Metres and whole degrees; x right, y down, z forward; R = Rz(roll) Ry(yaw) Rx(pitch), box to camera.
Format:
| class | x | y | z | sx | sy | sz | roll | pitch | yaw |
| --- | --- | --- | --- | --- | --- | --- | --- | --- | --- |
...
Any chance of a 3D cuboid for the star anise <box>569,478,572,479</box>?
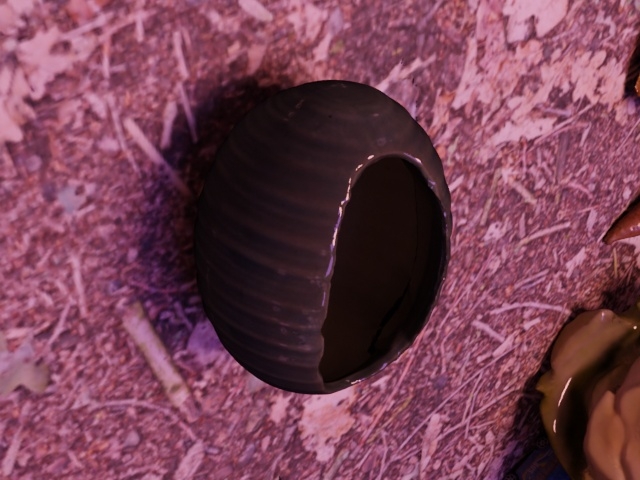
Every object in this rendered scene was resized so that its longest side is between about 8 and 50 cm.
| class | x | y | z | sx | sy | sz | roll | pitch | yaw |
| --- | --- | --- | --- | --- | --- | --- | --- | --- | --- |
| star anise | 0.349 | 0.447 | 1.309 | 0.198 | 0.110 | 0.257 | -55 | 144 | -17 |

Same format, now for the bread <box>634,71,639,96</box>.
| class | x | y | z | sx | sy | sz | roll | pitch | yaw |
| --- | --- | --- | --- | --- | --- | --- | --- | --- | --- |
| bread | 0.403 | -0.218 | 0.943 | 0.103 | 0.065 | 0.187 | -26 | 140 | -42 |

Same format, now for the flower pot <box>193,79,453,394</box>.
| class | x | y | z | sx | sy | sz | roll | pitch | yaw |
| --- | --- | --- | --- | --- | --- | --- | --- | --- | --- |
| flower pot | 0.000 | 0.000 | 0.654 | 0.189 | 0.157 | 0.243 | -16 | 125 | -37 |

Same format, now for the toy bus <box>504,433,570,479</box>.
| class | x | y | z | sx | sy | sz | roll | pitch | yaw |
| --- | --- | --- | --- | --- | --- | --- | --- | --- | --- |
| toy bus | 0.306 | 0.328 | 1.226 | 0.153 | 0.061 | 0.051 | -47 | 133 | -6 |

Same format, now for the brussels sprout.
| class | x | y | z | sx | sy | sz | roll | pitch | yaw |
| --- | --- | --- | --- | --- | --- | --- | --- | --- | --- |
| brussels sprout | 0.506 | 0.278 | 1.106 | 0.342 | 0.425 | 0.361 | -34 | 141 | 15 |

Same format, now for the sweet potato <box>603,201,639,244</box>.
| class | x | y | z | sx | sy | sz | roll | pitch | yaw |
| --- | --- | --- | --- | --- | --- | --- | --- | --- | --- |
| sweet potato | 0.457 | -0.099 | 1.088 | 0.067 | 0.059 | 0.281 | 27 | 95 | -39 |
